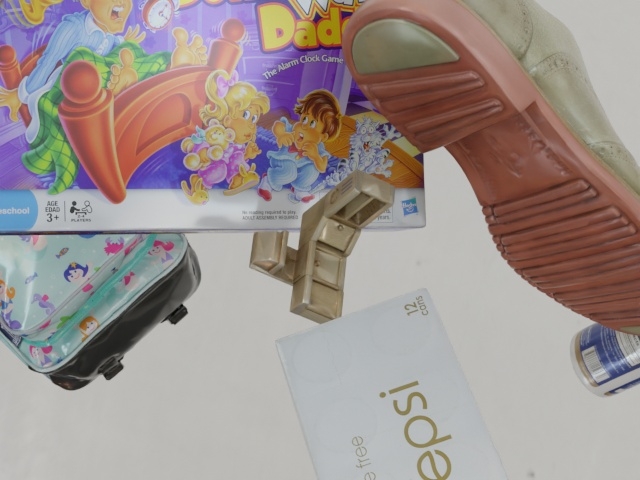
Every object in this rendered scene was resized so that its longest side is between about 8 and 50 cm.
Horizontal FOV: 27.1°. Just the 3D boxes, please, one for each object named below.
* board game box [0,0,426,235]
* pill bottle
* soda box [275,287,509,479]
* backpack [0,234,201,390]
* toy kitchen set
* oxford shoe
[{"bbox_3d":[-0.094,-0.122,1.041,0.347,0.078,0.233,-1,88,-17],"label":"board game box"},{"bbox_3d":[0.285,0.089,1.172,0.120,0.067,0.067,-33,97,40],"label":"pill bottle"},{"bbox_3d":[0.047,0.129,0.533,0.073,0.216,0.069,-19,141,-2],"label":"soda box"},{"bbox_3d":[-0.282,0.002,1.401,0.225,0.191,0.253,-42,65,-7],"label":"backpack"},{"bbox_3d":[0.000,0.000,0.911,0.068,0.083,0.075,23,143,-24],"label":"toy kitchen set"},{"bbox_3d":[0.185,-0.078,1.011,0.140,0.147,0.397,-11,132,43],"label":"oxford shoe"}]
